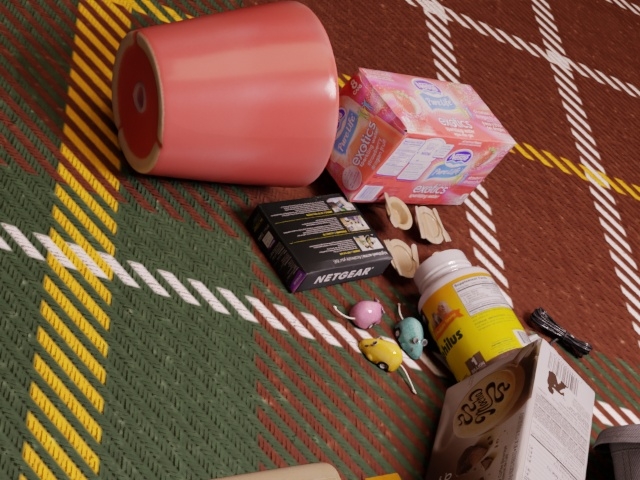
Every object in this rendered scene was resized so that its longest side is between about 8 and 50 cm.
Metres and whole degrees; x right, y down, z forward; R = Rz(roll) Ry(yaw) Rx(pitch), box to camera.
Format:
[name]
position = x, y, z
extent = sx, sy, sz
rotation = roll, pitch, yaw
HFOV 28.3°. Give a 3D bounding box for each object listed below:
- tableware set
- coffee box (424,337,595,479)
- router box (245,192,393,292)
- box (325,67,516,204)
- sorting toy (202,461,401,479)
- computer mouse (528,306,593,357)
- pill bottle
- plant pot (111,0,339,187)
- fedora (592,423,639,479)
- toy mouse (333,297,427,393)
[tableware set]
position = 0.149, 0.000, 1.912
extent = 0.169, 0.020, 0.141
rotation = 14, 54, -44
[coffee box]
position = 0.229, 0.282, 1.567
extent = 0.119, 0.168, 0.297
rotation = 45, 35, -16
[router box]
position = 0.000, 0.000, 1.811
extent = 0.179, 0.046, 0.133
rotation = -9, 54, -43
[box]
position = 0.143, -0.157, 1.968
extent = 0.300, 0.154, 0.142
rotation = -1, 50, -49
[sorting toy]
position = 0.009, 0.358, 1.447
extent = 0.307, 0.041, 0.229
rotation = 1, 51, -45
[computer mouse]
position = 0.332, 0.168, 1.886
extent = 0.106, 0.042, 0.193
rotation = 43, 38, 8
[pill bottle]
position = 0.214, 0.119, 1.788
extent = 0.117, 0.117, 0.215
rotation = 0, 50, -38
[plant pot]
position = -0.143, -0.198, 1.758
extent = 0.243, 0.275, 0.275
rotation = -6, 52, -28
[fedora]
position = 0.510, 0.325, 1.746
extent = 0.276, 0.244, 0.124
rotation = 12, 73, -31
[toy mouse]
position = 0.098, 0.118, 1.771
extent = 0.161, 0.031, 0.143
rotation = 36, 37, 1
